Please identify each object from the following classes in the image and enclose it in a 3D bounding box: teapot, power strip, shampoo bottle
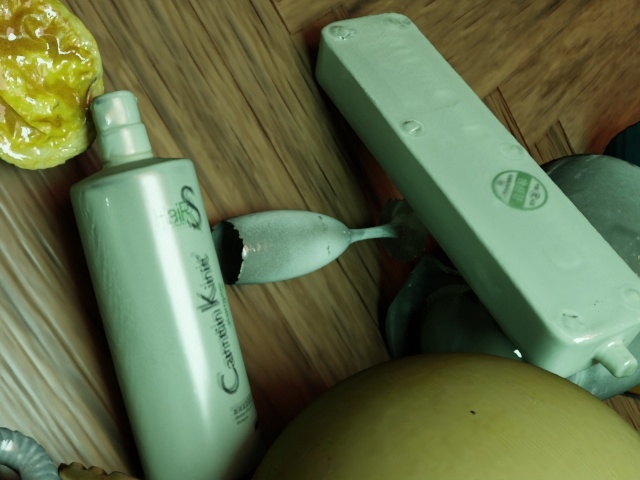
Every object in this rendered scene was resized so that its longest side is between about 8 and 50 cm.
[{"bbox_3d":[0.191,0.101,0.764,0.285,0.223,0.305,-27,125,-34],"label":"teapot"},{"bbox_3d":[0.117,-0.046,0.658,0.091,0.062,0.385,-17,55,-23],"label":"power strip"},{"bbox_3d":[-0.107,0.032,0.556,0.085,0.085,0.262,-20,100,-42],"label":"shampoo bottle"}]

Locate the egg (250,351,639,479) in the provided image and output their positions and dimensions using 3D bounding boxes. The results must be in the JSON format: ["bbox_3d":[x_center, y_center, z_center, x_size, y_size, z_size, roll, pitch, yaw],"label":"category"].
[{"bbox_3d":[0.092,0.236,0.548,0.374,0.301,0.301,81,30,-55],"label":"egg"}]

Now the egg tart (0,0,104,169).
[{"bbox_3d":[-0.204,-0.105,0.543,0.130,0.052,0.130,11,73,-41],"label":"egg tart"}]

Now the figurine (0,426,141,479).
[{"bbox_3d":[-0.156,0.312,0.410,0.261,0.186,0.382,52,46,-34],"label":"figurine"}]

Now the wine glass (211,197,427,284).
[{"bbox_3d":[0.000,0.000,0.693,0.198,0.066,0.066,-8,85,-39],"label":"wine glass"}]

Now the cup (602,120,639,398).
[{"bbox_3d":[0.422,0.011,0.928,0.308,0.242,0.292,32,58,-46],"label":"cup"}]
